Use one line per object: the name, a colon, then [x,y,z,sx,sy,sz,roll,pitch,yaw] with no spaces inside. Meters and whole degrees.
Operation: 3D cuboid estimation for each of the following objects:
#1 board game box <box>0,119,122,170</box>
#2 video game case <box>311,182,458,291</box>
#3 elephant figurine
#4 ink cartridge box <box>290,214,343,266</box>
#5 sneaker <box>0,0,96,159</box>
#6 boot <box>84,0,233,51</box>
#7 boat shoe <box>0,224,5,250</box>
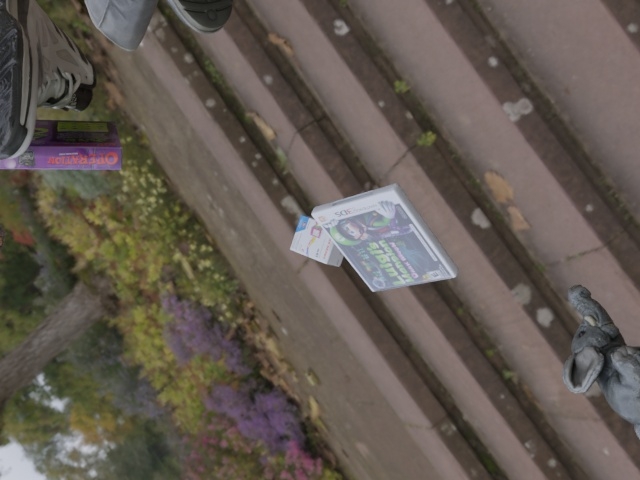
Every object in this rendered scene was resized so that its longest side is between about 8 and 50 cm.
board game box: [-0.538,-0.175,1.332,0.208,0.346,0.056,-135,47,-65]
video game case: [0.102,0.002,1.192,0.173,0.022,0.190,-14,125,42]
elephant figurine: [0.513,0.213,1.320,0.169,0.186,0.239,53,164,-24]
ink cartridge box: [0.000,0.000,1.715,0.122,0.089,0.052,20,-177,38]
sneaker: [-0.490,-0.281,1.323,0.257,0.169,0.448,34,-152,-48]
boot: [-0.183,-0.257,0.787,0.208,0.076,0.190,-32,79,51]
boat shoe: [-0.755,0.016,1.361,0.116,0.324,0.123,42,129,26]
